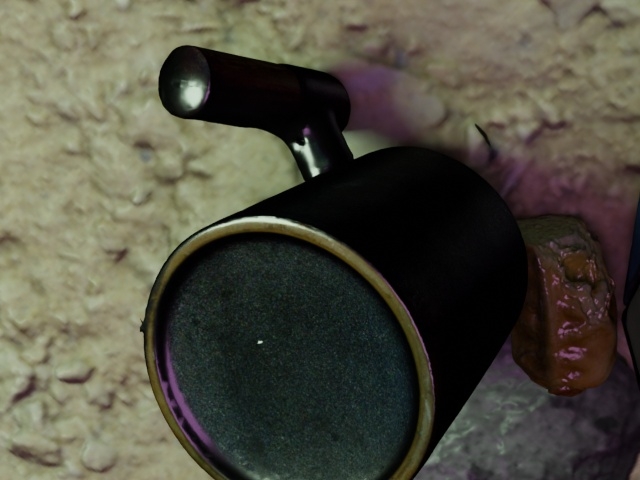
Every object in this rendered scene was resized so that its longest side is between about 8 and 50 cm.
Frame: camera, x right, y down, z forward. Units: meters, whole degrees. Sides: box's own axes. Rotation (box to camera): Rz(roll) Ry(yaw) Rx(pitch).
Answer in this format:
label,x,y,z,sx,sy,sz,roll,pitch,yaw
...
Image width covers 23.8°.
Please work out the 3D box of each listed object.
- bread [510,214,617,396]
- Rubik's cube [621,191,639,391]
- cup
label,x,y,z,sx,sy,sz,roll,pitch,yaw
bread,0.144,0.042,0.908,0.066,0.060,0.110,0,114,21
Rubik's cube,0.328,-0.018,0.729,0.310,0.307,0.305,4,112,1
cup,0.016,0.004,0.818,0.166,0.177,0.239,1,109,29
